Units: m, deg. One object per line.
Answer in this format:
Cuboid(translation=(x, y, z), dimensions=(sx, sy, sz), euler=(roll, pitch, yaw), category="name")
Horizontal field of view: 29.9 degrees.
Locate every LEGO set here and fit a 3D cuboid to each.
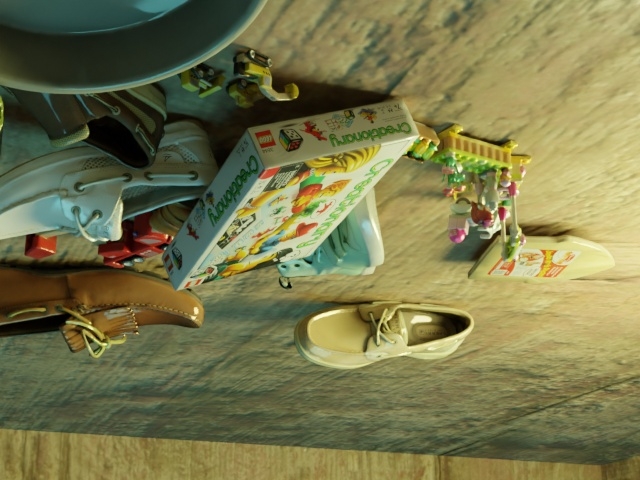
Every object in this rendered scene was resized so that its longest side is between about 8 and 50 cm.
Cuboid(translation=(0.178, -0.048, 1.394), dimensions=(0.132, 0.107, 0.287), euler=(-8, 159, 21), category="LEGO set")

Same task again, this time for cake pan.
Cuboid(translation=(-0.178, -0.218, 0.903), dimensions=(0.293, 0.054, 0.293), euler=(-9, 152, -5), category="cake pan")

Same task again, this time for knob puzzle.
Cuboid(translation=(0.324, 0.020, 1.708), dimensions=(0.213, 0.030, 0.213), euler=(0, 160, 0), category="knob puzzle")

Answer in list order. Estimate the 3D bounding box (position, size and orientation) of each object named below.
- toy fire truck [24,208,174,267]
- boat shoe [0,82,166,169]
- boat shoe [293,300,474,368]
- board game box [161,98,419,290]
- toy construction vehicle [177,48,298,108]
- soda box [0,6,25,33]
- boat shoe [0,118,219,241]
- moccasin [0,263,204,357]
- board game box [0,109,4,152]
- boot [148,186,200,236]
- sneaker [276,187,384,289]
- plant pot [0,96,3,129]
Cuboid(translation=(-0.291, -0.008, 1.600), dimensions=(0.192, 0.047, 0.135), euler=(-18, 152, 40), category="toy fire truck")
Cuboid(translation=(-0.240, -0.138, 1.155), dimensions=(0.095, 0.095, 0.257), euler=(-14, 156, 34), category="boat shoe")
Cuboid(translation=(0.106, 0.145, 1.960), dimensions=(0.302, 0.109, 0.098), euler=(2, 156, -22), category="boat shoe")
Cuboid(translation=(-0.043, -0.046, 1.333), dimensions=(0.193, 0.053, 0.305), euler=(-15, 162, -30), category="board game box")
Cuboid(translation=(-0.083, -0.155, 1.199), dimensions=(0.086, 0.035, 0.098), euler=(-15, 155, 37), category="toy construction vehicle")
Cuboid(translation=(-0.348, -0.143, 1.031), dimensions=(0.071, 0.067, 0.210), euler=(20, 120, -47), category="soda box")
Cuboid(translation=(-0.238, -0.045, 1.280), dimensions=(0.277, 0.096, 0.098), euler=(-20, 163, -14), category="boat shoe")
Cuboid(translation=(-0.365, 0.113, 1.792), dimensions=(0.380, 0.147, 0.139), euler=(4, 160, -11), category="moccasin")
Cuboid(translation=(-0.494, -0.133, 1.173), dimensions=(0.224, 0.098, 0.303), euler=(-9, 159, 21), category="board game box")
Cuboid(translation=(-0.167, -0.045, 1.459), dimensions=(0.197, 0.073, 0.152), euler=(19, 156, -39), category="boot")
Cuboid(translation=(0.000, 0.001, 1.541), dimensions=(0.151, 0.094, 0.256), euler=(-5, 163, -4), category="sneaker")
Cuboid(translation=(-0.300, -0.104, 0.958), dimensions=(0.079, 0.083, 0.083), euler=(2, 161, 9), category="plant pot")
